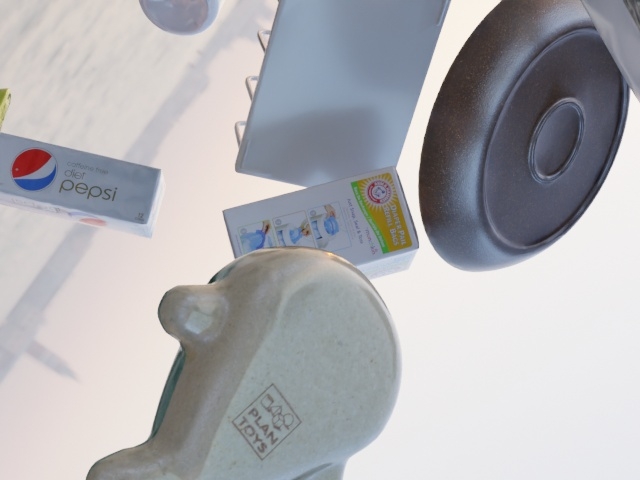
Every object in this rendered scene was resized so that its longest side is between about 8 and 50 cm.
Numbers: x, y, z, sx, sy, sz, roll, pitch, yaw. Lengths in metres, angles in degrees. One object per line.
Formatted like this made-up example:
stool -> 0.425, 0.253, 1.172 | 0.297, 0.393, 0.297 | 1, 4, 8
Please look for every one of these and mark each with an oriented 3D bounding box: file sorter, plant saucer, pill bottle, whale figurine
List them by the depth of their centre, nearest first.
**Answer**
whale figurine -> -0.065, 0.124, 0.930 | 0.272, 0.216, 0.141 | -45, -159, -25
plant saucer -> 0.218, -0.104, 1.200 | 0.050, 0.310, 0.310 | 27, -102, 39
file sorter -> 0.014, -0.221, 1.502 | 0.173, 0.193, 0.277 | -107, -148, -63
pill bottle -> -0.176, -0.394, 1.727 | 0.117, 0.117, 0.215 | -45, -161, 41

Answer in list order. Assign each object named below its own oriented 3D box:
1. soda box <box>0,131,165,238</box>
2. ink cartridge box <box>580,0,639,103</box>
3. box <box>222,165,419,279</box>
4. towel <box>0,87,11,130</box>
soda box -> -0.297, -0.066, 1.432 | 0.069, 0.216, 0.074 | 100, 3, -75
ink cartridge box -> 0.180, -0.114, 0.490 | 0.060, 0.239, 0.275 | -24, 167, -4
box -> 0.000, 0.000, 1.393 | 0.203, 0.103, 0.114 | -15, 167, -5
towel -> -0.391, -0.101, 1.040 | 0.102, 0.237, 0.021 | -87, 178, -52
